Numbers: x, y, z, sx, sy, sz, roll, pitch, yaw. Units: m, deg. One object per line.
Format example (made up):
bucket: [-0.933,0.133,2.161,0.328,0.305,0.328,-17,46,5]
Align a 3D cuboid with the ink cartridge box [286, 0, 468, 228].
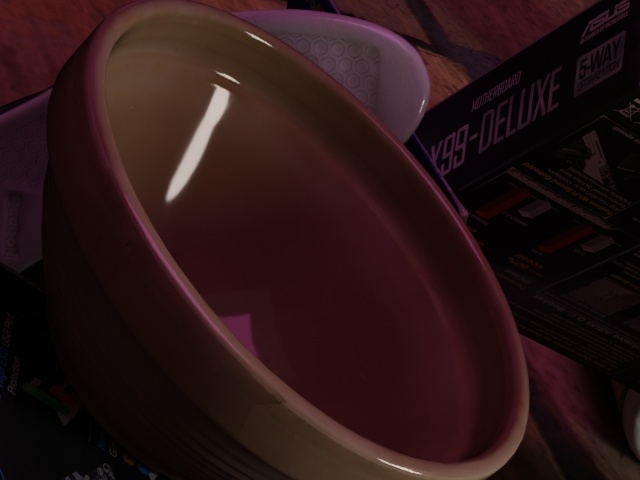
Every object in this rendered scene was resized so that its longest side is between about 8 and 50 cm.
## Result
ink cartridge box: [0.000,0.000,0.986,0.045,0.224,0.223,-12,46,-18]

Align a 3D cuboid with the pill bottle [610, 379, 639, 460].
pill bottle: [0.248,0.059,1.276,0.118,0.117,0.208,26,29,-18]

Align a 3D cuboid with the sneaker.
sneaker: [-0.079,-0.055,0.946,0.147,0.296,0.104,-51,122,-70]

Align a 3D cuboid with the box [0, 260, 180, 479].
box: [-0.087,0.154,0.708,0.293,0.073,0.295,35,27,-25]

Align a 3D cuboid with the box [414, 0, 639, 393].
box: [0.210,0.001,0.999,0.307,0.242,0.076,26,59,-22]

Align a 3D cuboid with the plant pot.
plant pot: [-0.034,0.024,0.768,0.237,0.110,0.237,37,28,-23]
